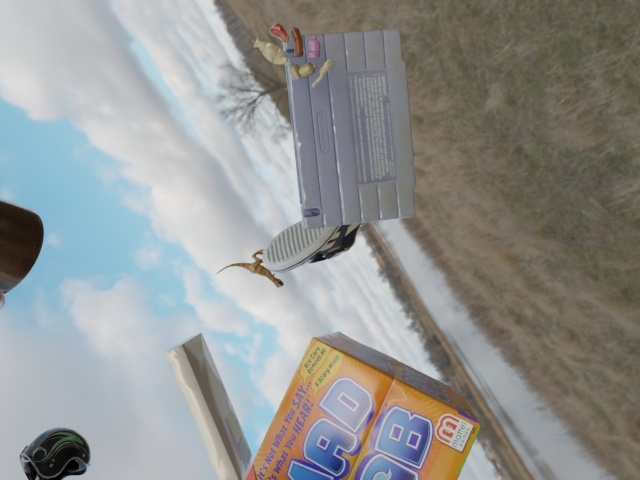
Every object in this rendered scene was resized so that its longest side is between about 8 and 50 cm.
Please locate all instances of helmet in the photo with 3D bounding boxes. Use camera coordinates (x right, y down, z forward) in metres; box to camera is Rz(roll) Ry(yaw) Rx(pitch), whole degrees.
[{"bbox_3d":[-0.769,0.635,1.465,0.161,0.169,0.169,-28,-96,-50],"label":"helmet"}]

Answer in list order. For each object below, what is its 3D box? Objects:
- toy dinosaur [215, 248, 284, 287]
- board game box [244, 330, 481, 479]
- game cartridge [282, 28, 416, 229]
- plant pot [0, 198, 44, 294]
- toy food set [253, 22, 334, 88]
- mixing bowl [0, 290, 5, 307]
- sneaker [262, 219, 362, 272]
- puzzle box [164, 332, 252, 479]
[{"bbox_3d":[-0.209,0.082,1.560,0.112,0.211,0.064,-67,-7,-46],"label":"toy dinosaur"},{"bbox_3d":[0.095,0.445,1.105,0.356,0.356,0.356,25,177,13],"label":"board game box"},{"bbox_3d":[0.060,-0.209,0.949,0.068,0.230,0.355,-155,58,-76],"label":"game cartridge"},{"bbox_3d":[-0.728,-0.020,0.990,0.215,0.215,0.230,60,-175,30],"label":"plant pot"},{"bbox_3d":[-0.041,-0.313,0.824,0.122,0.078,0.019,37,-162,-10],"label":"toy food set"},{"bbox_3d":[-0.490,0.098,0.588,0.181,0.181,0.098,50,-147,-51],"label":"mixing bowl"},{"bbox_3d":[0.000,0.000,1.266,0.126,0.321,0.127,27,147,43],"label":"sneaker"},{"bbox_3d":[-0.299,0.466,1.378,0.272,0.052,0.409,124,122,-84],"label":"puzzle box"}]
